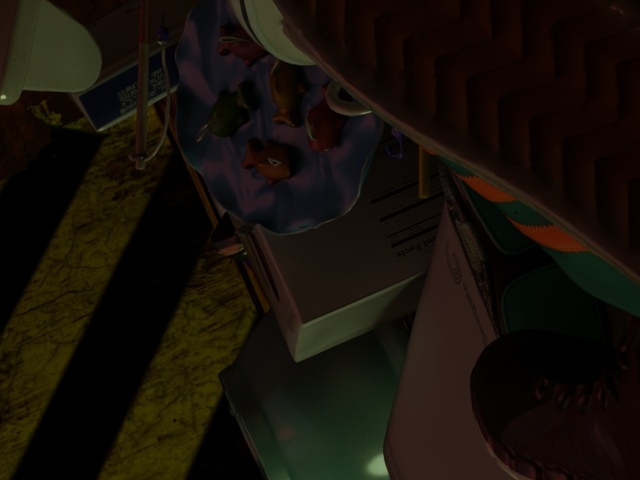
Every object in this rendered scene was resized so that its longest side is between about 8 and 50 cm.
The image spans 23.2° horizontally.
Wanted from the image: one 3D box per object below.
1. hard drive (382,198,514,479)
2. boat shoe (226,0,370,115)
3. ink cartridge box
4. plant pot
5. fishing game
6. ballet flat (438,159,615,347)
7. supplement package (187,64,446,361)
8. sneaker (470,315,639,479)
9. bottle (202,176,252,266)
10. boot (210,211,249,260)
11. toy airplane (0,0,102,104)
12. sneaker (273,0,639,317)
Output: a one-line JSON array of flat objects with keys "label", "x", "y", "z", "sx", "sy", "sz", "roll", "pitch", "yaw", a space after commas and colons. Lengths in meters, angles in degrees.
[{"label": "hard drive", "x": 0.113, "y": 0.157, "z": 1.080, "sx": 0.353, "sy": 0.047, "sz": 0.233, "roll": 99, "pitch": 156, "yaw": -55}, {"label": "boat shoe", "x": 0.050, "y": -0.134, "z": 0.726, "sx": 0.156, "sy": 0.136, "sz": 0.367, "roll": 61, "pitch": 162, "yaw": 11}, {"label": "ink cartridge box", "x": -0.113, "y": -0.177, "z": 1.289, "sx": 0.045, "sy": 0.223, "sz": 0.224, "roll": 62, "pitch": 175, "yaw": -21}, {"label": "plant pot", "x": 0.007, "y": 0.185, "z": 1.727, "sx": 0.293, "sy": 0.196, "sz": 0.293, "roll": 155, "pitch": 90, "yaw": -82}, {"label": "fishing game", "x": -0.038, "y": -0.093, "z": 1.032, "sx": 0.264, "sy": 0.041, "sz": 0.189, "roll": 12, "pitch": 104, "yaw": 38}, {"label": "ballet flat", "x": 0.122, "y": 0.020, "z": 0.915, "sx": 0.070, "sy": 0.070, "sz": 0.188, "roll": 93, "pitch": 161, "yaw": -74}, {"label": "supplement package", "x": 0.007, "y": -0.039, "z": 1.179, "sx": 0.194, "sy": 0.149, "sz": 0.203, "roll": 99, "pitch": 147, "yaw": -77}, {"label": "sneaker", "x": 0.154, "y": 0.057, "z": 0.724, "sx": 0.281, "sy": 0.106, "sz": 0.162, "roll": 33, "pitch": 143, "yaw": 57}, {"label": "bottle", "x": -0.086, "y": -0.115, "z": 1.711, "sx": 0.092, "sy": 0.118, "sz": 0.283, "roll": -130, "pitch": 18, "yaw": -73}, {"label": "boot", "x": 0.000, "y": 0.000, "z": 1.360, "sx": 0.077, "sy": 0.198, "sz": 0.137, "roll": -12, "pitch": 111, "yaw": 44}, {"label": "toy airplane", "x": -0.190, "y": -0.273, "z": 0.914, "sx": 0.272, "sy": 0.384, "sz": 0.386, "roll": 50, "pitch": 168, "yaw": 27}, {"label": "sneaker", "x": 0.085, "y": -0.048, "z": 0.562, "sx": 0.302, "sy": 0.108, "sz": 0.121, "roll": 44, "pitch": 177, "yaw": 14}]
